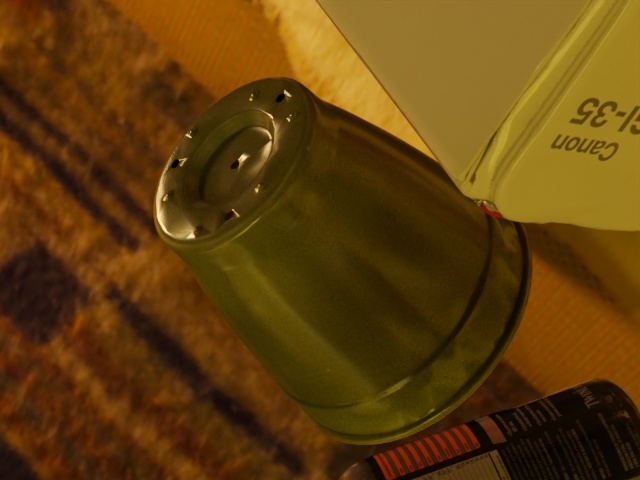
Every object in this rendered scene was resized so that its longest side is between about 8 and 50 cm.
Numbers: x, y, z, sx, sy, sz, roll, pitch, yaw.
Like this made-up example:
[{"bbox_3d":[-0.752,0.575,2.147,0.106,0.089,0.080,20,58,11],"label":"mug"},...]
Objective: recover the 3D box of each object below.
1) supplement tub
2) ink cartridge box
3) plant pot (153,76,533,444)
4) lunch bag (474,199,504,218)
[{"bbox_3d":[0.155,0.276,1.502,0.338,0.207,0.207,-19,65,-5],"label":"supplement tub"},{"bbox_3d":[0.068,-0.139,0.482,0.207,0.117,0.283,3,42,-43],"label":"ink cartridge box"},{"bbox_3d":[0.000,0.000,1.873,0.353,0.366,0.366,40,44,-36],"label":"plant pot"},{"bbox_3d":[0.193,-0.111,1.125,0.258,0.120,0.293,-5,23,6],"label":"lunch bag"}]
